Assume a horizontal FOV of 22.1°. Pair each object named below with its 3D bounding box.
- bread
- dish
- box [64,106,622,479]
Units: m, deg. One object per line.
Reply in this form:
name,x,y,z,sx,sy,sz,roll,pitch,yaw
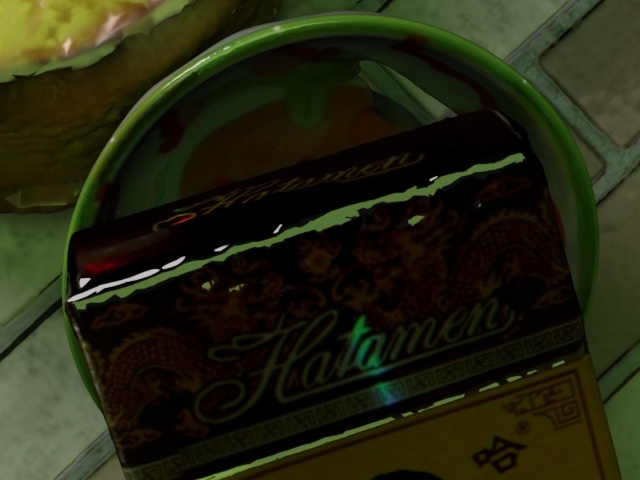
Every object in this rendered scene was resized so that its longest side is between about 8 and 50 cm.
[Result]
bread,-0.190,-0.220,1.038,0.398,0.215,0.398,1,79,-4
dish,0.000,0.000,1.021,0.324,0.124,0.324,-4,114,-9
box,0.037,0.154,0.943,0.264,0.116,0.415,-17,110,-2
